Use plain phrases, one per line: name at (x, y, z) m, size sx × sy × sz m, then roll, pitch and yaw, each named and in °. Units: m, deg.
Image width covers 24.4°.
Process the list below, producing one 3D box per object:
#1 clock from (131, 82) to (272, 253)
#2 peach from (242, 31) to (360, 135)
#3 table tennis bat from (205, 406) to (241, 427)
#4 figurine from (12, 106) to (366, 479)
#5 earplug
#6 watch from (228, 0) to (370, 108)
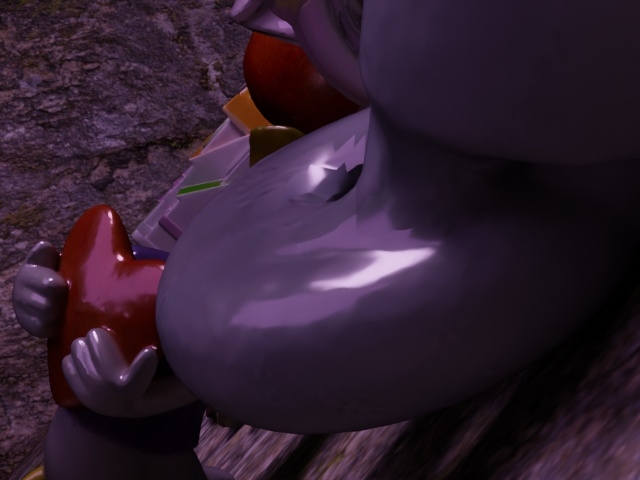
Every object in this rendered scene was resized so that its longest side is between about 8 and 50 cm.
clock at (-0.075, -0.099, 1.875) m, size 0.309 × 0.166 × 0.235 m, roll -45°, pitch 7°, yaw 14°
peach at (0.035, -0.210, 1.626) m, size 0.243 × 0.199 × 0.243 m, roll -35°, pitch 10°, yaw 7°
table tennis bat at (-0.070, 0.087, 1.182) m, size 0.246 × 0.022 × 0.138 m, roll -99°, pitch 24°, yaw -71°
figurine at (-0.072, 0.070, 0.839) m, size 0.421 × 0.193 × 0.154 m, roll -52°, pitch 45°, yaw -6°
earplug at (0.058, -0.051, 0.583) m, size 0.325 × 0.175 × 0.214 m, roll -45°, pitch 13°, yaw 29°
watch at (0.037, -0.181, 0.898) m, size 0.231 × 0.244 × 0.196 m, roll -54°, pitch -18°, yaw -83°
